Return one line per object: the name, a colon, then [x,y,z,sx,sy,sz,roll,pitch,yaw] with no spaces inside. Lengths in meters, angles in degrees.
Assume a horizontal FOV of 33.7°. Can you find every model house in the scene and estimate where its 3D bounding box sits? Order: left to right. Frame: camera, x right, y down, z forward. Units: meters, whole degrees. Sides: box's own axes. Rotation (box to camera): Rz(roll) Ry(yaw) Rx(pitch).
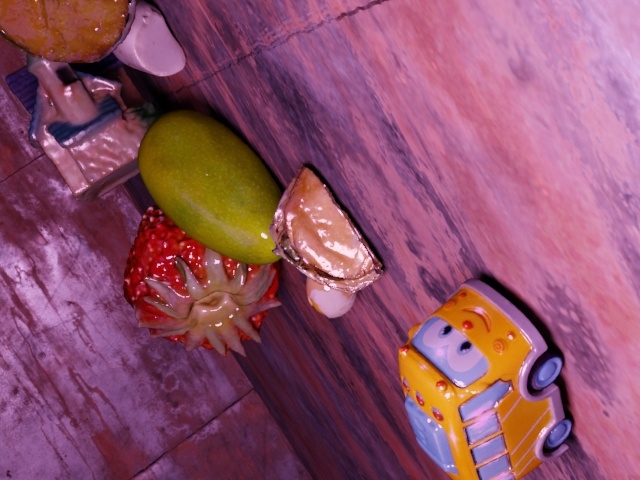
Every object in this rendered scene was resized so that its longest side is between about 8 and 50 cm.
model house: [-0.398,-0.239,1.817,0.280,0.245,0.312,58,170,-4]

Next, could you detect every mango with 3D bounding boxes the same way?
mango: [-0.150,-0.075,1.531,0.343,0.156,0.192,39,168,42]

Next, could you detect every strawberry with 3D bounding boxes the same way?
strawberry: [-0.212,0.018,1.838,0.343,0.292,0.292,-111,-1,-47]

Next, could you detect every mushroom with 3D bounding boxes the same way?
mushroom: [-0.285,-0.314,1.566,0.225,0.093,0.116,36,179,43]

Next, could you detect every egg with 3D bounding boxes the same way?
egg: [0.014,0.063,1.454,0.071,0.071,0.083,35,153,57]

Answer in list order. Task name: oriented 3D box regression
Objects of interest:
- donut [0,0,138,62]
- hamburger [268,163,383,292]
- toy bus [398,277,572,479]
donut: [-0.353,-0.378,1.411,0.272,0.107,0.272,9,135,9]
hamburger: [-0.008,0.000,1.320,0.176,0.102,0.087,54,179,5]
toy bus: [0.152,0.150,1.025,0.126,0.136,0.210,43,160,44]
